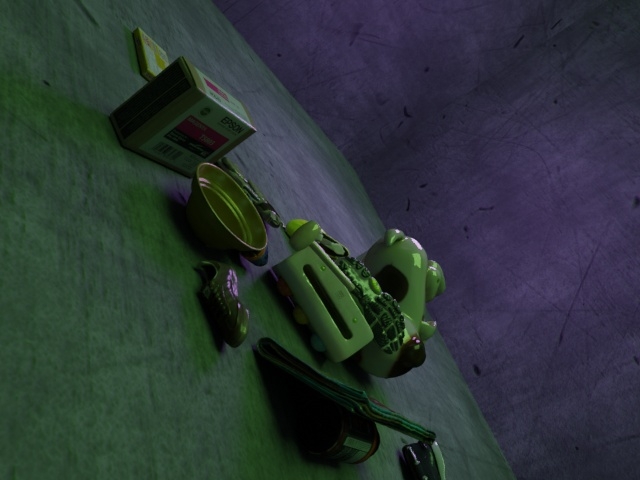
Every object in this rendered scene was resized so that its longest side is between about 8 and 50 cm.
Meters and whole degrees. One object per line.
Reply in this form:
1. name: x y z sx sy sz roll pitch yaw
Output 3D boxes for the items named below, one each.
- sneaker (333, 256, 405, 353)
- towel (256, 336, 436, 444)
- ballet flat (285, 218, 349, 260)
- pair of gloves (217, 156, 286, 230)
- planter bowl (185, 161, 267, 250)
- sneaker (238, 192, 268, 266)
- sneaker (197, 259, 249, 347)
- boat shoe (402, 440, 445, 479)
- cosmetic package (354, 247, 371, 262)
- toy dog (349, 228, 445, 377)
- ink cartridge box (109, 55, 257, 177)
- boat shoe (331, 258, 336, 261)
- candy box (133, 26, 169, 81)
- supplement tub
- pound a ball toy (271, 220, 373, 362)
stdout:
1. sneaker: 0.117 0.162 1.308 0.275 0.107 0.110 58 -26 2
2. towel: 0.061 0.307 1.036 0.272 0.040 0.370 20 -14 40
3. ballet flat: 0.000 0.000 1.603 0.231 0.077 0.077 31 -9 -29
4. pair of gloves: -0.189 -0.126 1.391 0.204 0.042 0.240 53 4 38
5. planter bowl: -0.212 -0.048 1.065 0.217 0.090 0.217 52 15 -19
6. sneaker: -0.176 -0.024 1.203 0.087 0.083 0.221 71 -2 -52
7. sneaker: -0.182 0.110 0.918 0.071 0.066 0.188 25 26 -36
8. boat shoe: 0.277 0.637 1.260 0.302 0.091 0.114 -104 -170 -57
9. cosmetic package: 0.206 0.147 1.954 0.183 0.151 0.151 62 14 22
10. toy dog: 0.219 0.209 1.495 0.395 0.285 0.407 92 13 -51
11. ink cartridge box: -0.274 -0.242 1.067 0.088 0.193 0.235 62 15 19
12. boat shoe: 0.038 0.148 1.501 0.110 0.121 0.341 21 18 -1
13. candy box: -0.436 -0.467 1.353 0.105 0.027 0.205 36 25 -50
14. supplement tub: 0.044 0.372 0.996 0.198 0.106 0.106 41 21 -49
15. pound a ball toy: -0.009 0.130 1.214 0.319 0.136 0.208 59 -17 -2
